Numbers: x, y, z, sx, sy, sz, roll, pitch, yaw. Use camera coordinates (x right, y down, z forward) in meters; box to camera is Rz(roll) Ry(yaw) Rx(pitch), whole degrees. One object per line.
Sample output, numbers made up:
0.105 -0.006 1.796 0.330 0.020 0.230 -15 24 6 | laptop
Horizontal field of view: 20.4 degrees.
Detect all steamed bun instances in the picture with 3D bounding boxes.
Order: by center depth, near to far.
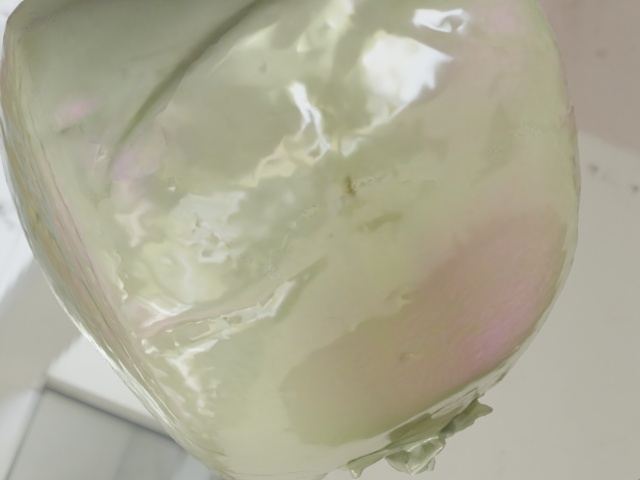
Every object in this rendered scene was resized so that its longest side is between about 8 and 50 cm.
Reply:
0.000 0.000 0.551 0.239 0.170 0.153 88 -19 -79 | steamed bun

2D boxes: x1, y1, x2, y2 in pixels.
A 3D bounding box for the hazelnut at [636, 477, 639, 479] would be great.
0.219 0.254 0.636 0.359 0.359 0.409 -56 174 31 | hazelnut
